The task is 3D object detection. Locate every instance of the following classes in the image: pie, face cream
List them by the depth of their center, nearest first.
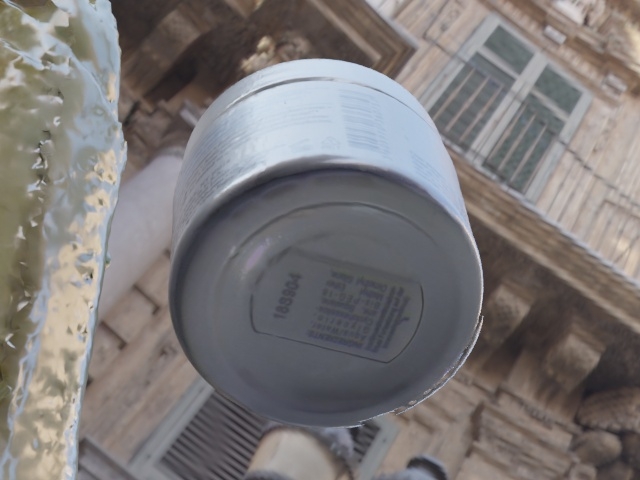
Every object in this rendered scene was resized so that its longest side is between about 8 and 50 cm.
[{"bbox_3d":[-0.125,0.035,0.315,0.129,0.282,0.068,5,-24,-4],"label":"pie"},{"bbox_3d":[0.000,0.000,0.702,0.177,0.153,0.177,-2,-59,-3],"label":"face cream"}]
